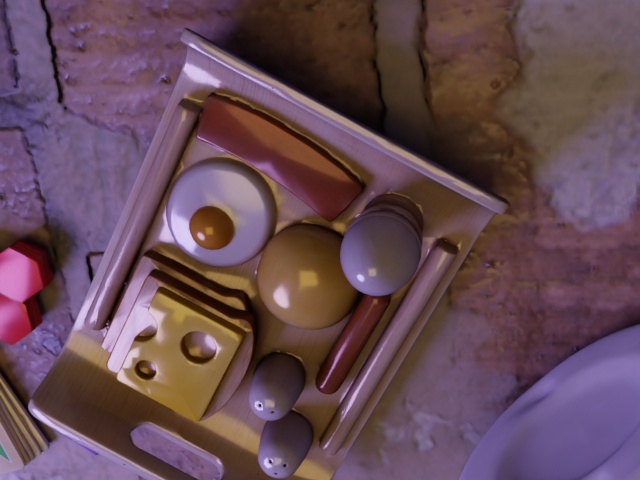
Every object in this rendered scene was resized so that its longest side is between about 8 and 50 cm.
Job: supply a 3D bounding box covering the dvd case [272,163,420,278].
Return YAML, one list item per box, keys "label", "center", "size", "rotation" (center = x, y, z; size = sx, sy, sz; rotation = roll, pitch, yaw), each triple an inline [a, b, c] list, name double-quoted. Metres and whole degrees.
- label: "dvd case"
  center: [0.000, 0.000, 0.733]
  size: [0.119, 0.013, 0.087]
  rotation: [-16, 108, 20]

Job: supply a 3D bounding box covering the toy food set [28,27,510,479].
- label: "toy food set"
  center: [-0.046, 0.045, 0.701]
  size: [0.219, 0.092, 0.306]
  rotation: [28, 115, -1]

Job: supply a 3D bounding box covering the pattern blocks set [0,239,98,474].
- label: "pattern blocks set"
  center: [-0.320, 0.139, 0.862]
  size: [0.324, 0.026, 0.286]
  rotation: [-10, 110, 17]

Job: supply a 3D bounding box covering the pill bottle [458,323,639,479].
- label: "pill bottle"
  center: [0.265, 0.243, 0.667]
  size: [0.204, 0.204, 0.361]
  rotation: [-36, 101, 24]
